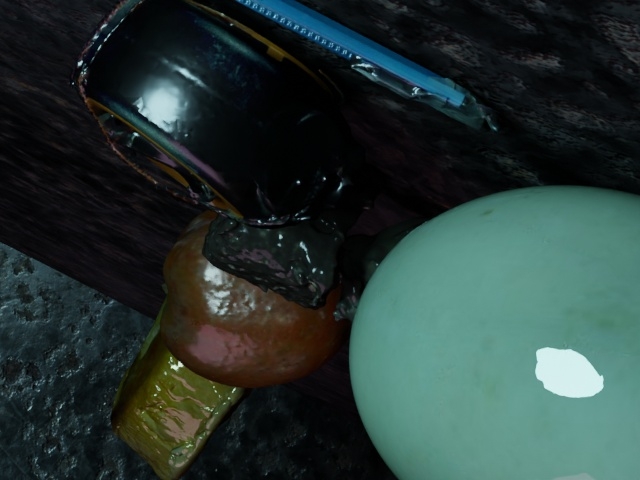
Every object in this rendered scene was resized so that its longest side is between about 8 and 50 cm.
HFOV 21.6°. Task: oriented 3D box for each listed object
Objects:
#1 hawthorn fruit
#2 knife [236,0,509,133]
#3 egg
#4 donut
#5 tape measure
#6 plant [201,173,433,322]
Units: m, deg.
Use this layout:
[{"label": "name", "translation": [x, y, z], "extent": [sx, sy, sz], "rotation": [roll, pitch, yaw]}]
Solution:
[{"label": "hawthorn fruit", "translation": [-0.048, 0.064, 1.818], "extent": [0.251, 0.199, 0.199], "rotation": [7, 164, 13]}, {"label": "knife", "translation": [0.002, -0.141, 1.157], "extent": [0.296, 0.026, 0.044], "rotation": [26, 180, -6]}, {"label": "egg", "translation": [0.187, 0.099, 1.203], "extent": [0.389, 0.276, 0.276], "rotation": [9, 160, 48]}, {"label": "donut", "translation": [-0.152, 0.138, 2.070], "extent": [0.160, 0.330, 0.330], "rotation": [35, 168, -3]}, {"label": "tape measure", "translation": [-0.083, -0.094, 1.274], "extent": [0.223, 0.135, 0.202], "rotation": [35, 175, -18]}, {"label": "plant", "translation": [0.000, 0.000, 1.502], "extent": [0.203, 0.142, 0.131], "rotation": [16, 165, -14]}]
